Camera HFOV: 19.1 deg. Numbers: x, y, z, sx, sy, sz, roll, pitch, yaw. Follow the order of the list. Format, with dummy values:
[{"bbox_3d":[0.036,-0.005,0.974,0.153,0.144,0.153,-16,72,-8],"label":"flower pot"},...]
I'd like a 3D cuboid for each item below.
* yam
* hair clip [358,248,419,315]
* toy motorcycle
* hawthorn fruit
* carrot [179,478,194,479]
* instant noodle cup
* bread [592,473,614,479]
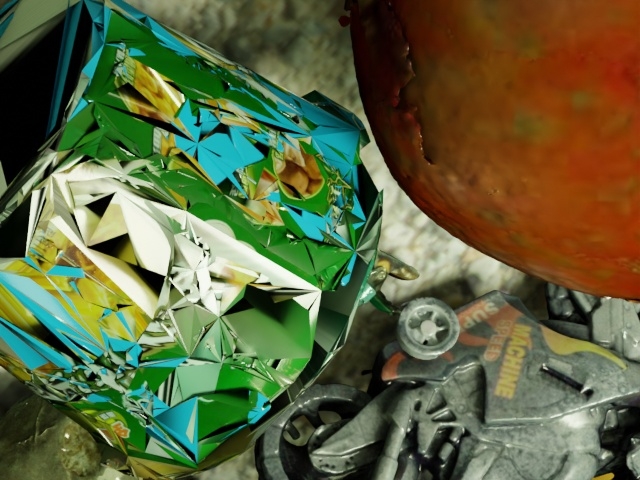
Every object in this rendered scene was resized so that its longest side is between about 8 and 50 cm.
[{"bbox_3d":[-0.148,0.135,1.131,0.183,0.107,0.107,-40,128,2],"label":"yam"},{"bbox_3d":[0.000,0.001,1.145,0.049,0.049,0.173,-44,129,8],"label":"hair clip"},{"bbox_3d":[0.112,0.116,1.180,0.307,0.173,0.108,-28,163,-18],"label":"toy motorcycle"},{"bbox_3d":[0.173,-0.104,0.993,0.316,0.316,0.316,-11,125,-17],"label":"hawthorn fruit"},{"bbox_3d":[-0.080,0.301,1.297,0.070,0.070,0.342,-14,128,-15],"label":"carrot"},{"bbox_3d":[-0.108,-0.015,0.974,0.178,0.240,0.240,35,103,-32],"label":"instant noodle cup"},{"bbox_3d":[0.121,0.277,1.275,0.375,0.165,0.236,-26,133,-18],"label":"bread"}]
